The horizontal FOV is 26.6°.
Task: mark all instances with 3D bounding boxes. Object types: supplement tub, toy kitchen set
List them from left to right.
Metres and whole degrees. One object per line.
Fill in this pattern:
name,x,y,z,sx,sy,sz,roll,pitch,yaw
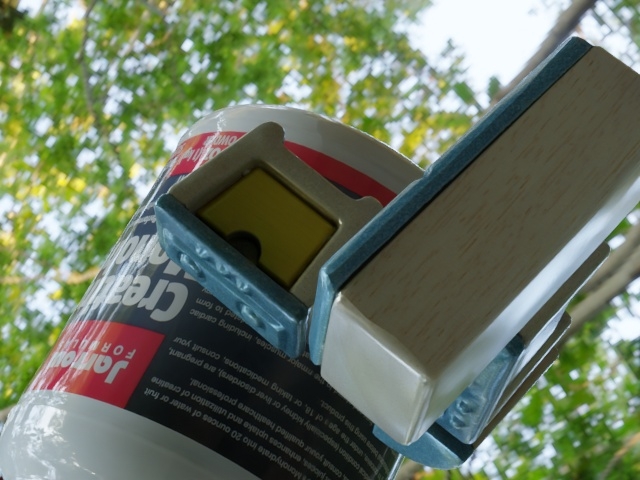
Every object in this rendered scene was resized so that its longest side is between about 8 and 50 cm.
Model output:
supplement tub,-0.046,0.083,0.711,0.191,0.191,0.272,34,-116,-11
toy kitchen set,0.000,0.000,0.480,0.166,0.207,0.122,39,-116,16

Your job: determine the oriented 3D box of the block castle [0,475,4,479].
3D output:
block castle,-0.224,0.471,1.261,0.303,0.213,0.453,35,-149,-42
